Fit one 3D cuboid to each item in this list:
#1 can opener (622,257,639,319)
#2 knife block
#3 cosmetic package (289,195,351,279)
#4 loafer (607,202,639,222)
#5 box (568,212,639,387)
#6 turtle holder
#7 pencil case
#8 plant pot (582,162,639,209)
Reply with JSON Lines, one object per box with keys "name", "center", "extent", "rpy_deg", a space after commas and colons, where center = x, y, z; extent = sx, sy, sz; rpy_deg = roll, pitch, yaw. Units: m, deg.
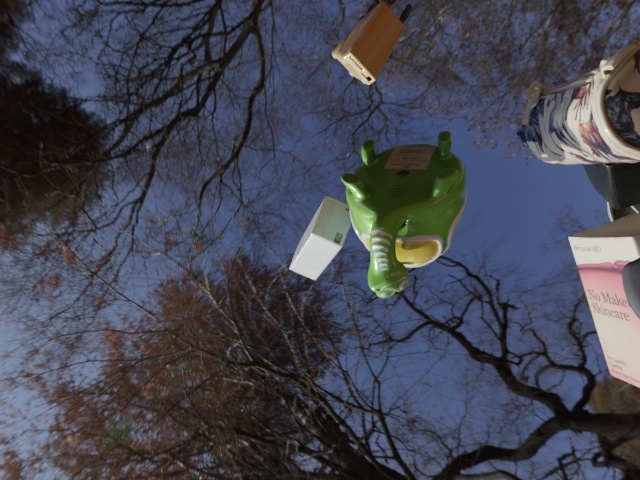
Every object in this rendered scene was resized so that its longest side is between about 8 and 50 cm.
{"name": "can opener", "center": [0.420, 0.136, 0.490], "extent": [0.076, 0.095, 0.284], "rpy_deg": [25, -137, -46]}
{"name": "knife block", "center": [0.146, -0.512, 1.155], "extent": [0.088, 0.276, 0.242], "rpy_deg": [39, -75, -22]}
{"name": "cosmetic package", "center": [0.000, 0.000, 1.184], "extent": [0.085, 0.231, 0.117], "rpy_deg": [23, -120, -5]}
{"name": "loafer", "center": [0.876, 0.000, 1.310], "extent": [0.111, 0.112, 0.320], "rpy_deg": [7, -122, -24]}
{"name": "box", "center": [0.477, 0.084, 0.671], "extent": [0.126, 0.148, 0.233], "rpy_deg": [-18, -89, -3]}
{"name": "turtle holder", "center": [0.182, -0.051, 0.948], "extent": [0.243, 0.320, 0.228], "rpy_deg": [-14, -53, 2]}
{"name": "pencil case", "center": [0.457, -0.212, 0.787], "extent": [0.183, 0.410, 0.160], "rpy_deg": [34, -78, 2]}
{"name": "plant pot", "center": [0.800, -0.193, 1.232], "extent": [0.187, 0.188, 0.167], "rpy_deg": [-19, -58, 12]}
